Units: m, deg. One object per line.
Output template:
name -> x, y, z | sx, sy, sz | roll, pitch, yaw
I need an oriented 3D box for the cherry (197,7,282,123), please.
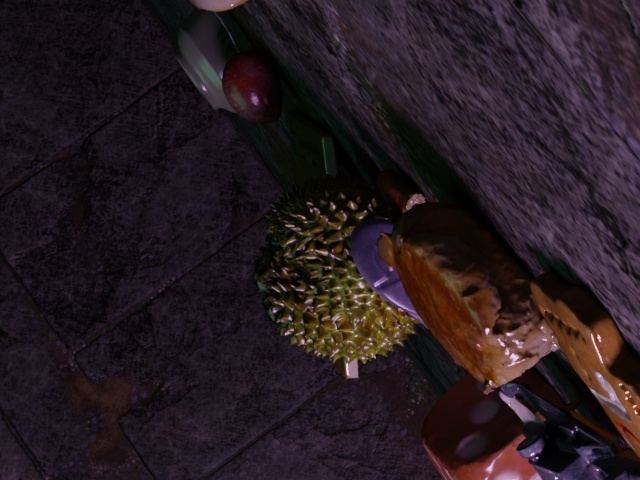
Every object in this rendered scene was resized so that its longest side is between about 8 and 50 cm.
cherry -> -0.125, -0.278, 2.148 | 0.225, 0.090, 0.107 | 63, -167, 6

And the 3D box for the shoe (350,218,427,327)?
shoe -> 0.129, 0.055, 1.710 | 0.245, 0.095, 0.137 | 41, 179, -14

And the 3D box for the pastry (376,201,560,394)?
pastry -> 0.159, 0.060, 1.418 | 0.218, 0.100, 0.229 | 46, 167, 42

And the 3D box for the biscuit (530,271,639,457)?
biscuit -> 0.267, 0.137, 1.231 | 0.249, 0.035, 0.184 | 54, 177, -15

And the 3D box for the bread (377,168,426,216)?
bread -> 0.100, -0.051, 1.667 | 0.047, 0.036, 0.083 | 59, 172, -35

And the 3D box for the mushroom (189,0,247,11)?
mushroom -> -0.142, -0.340, 1.395 | 0.159, 0.122, 0.329 | 63, -177, 33

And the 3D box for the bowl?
bowl -> -0.166, -0.295, 2.312 | 0.211, 0.112, 0.211 | 54, 179, 2

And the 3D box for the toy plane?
toy plane -> 0.283, 0.238, 1.445 | 0.204, 0.103, 0.316 | 55, 177, -5

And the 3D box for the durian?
durian -> 0.038, 0.038, 1.915 | 0.291, 0.224, 0.291 | 12, 105, 55

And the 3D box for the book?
book -> 0.000, 0.000, 2.213 | 0.269, 0.032, 0.389 | -133, 36, -70

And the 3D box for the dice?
dice -> 0.242, 0.274, 1.782 | 0.175, 0.179, 0.174 | 53, 177, -31
